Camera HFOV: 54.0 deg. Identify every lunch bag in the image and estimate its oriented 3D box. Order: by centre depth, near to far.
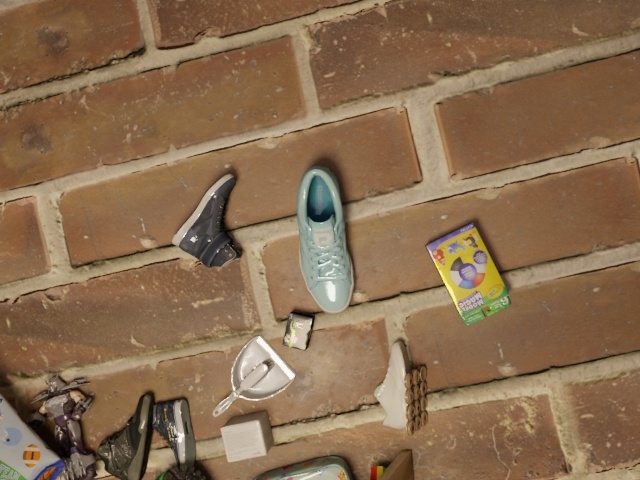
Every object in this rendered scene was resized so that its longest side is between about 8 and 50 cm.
[{"bbox_3d":[-0.043,0.661,1.512,0.279,0.108,0.224,-18,85,3],"label":"lunch bag"},{"bbox_3d":[-0.837,0.558,1.531,0.328,0.239,0.385,44,125,9],"label":"lunch bag"}]

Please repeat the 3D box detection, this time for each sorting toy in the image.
[{"bbox_3d":[0.143,0.644,1.433,0.089,0.257,0.256,-5,89,23],"label":"sorting toy"}]

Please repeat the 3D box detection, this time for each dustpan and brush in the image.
[{"bbox_3d":[-0.184,0.358,1.559,0.211,0.060,0.147,-44,85,4],"label":"dustpan and brush"}]

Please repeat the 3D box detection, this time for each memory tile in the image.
[{"bbox_3d":[0.228,0.379,1.491,0.012,0.113,0.148,-2,91,32],"label":"memory tile"}]

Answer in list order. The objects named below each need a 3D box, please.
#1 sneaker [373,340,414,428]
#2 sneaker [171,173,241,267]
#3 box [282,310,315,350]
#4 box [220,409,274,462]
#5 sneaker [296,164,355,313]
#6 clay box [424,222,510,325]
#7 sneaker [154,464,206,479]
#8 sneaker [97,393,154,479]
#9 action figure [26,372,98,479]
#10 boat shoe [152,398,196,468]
[{"bbox_3d":[0.173,0.351,1.517,0.094,0.080,0.212,-6,90,18],"label":"sneaker"},{"bbox_3d":[-0.238,-0.037,1.555,0.163,0.086,0.226,37,94,7],"label":"sneaker"},{"bbox_3d":[-0.053,0.223,1.550,0.062,0.052,0.083,12,90,7],"label":"box"},{"bbox_3d":[-0.178,0.478,1.537,0.101,0.101,0.087,-12,88,6],"label":"box"},{"bbox_3d":[0.000,0.000,1.497,0.135,0.150,0.366,-11,88,7],"label":"sneaker"},{"bbox_3d":[0.357,0.083,1.505,0.127,0.053,0.222,-27,86,6],"label":"clay box"},{"bbox_3d":[-0.284,0.698,1.552,0.146,0.134,0.344,-32,96,46],"label":"sneaker"},{"bbox_3d":[-0.491,0.490,1.579,0.130,0.087,0.228,13,96,0],"label":"sneaker"},{"bbox_3d":[-0.645,0.472,1.592,0.185,0.099,0.285,-22,82,21],"label":"action figure"},{"bbox_3d":[-0.369,0.494,1.583,0.083,0.065,0.184,-9,86,14],"label":"boat shoe"}]
